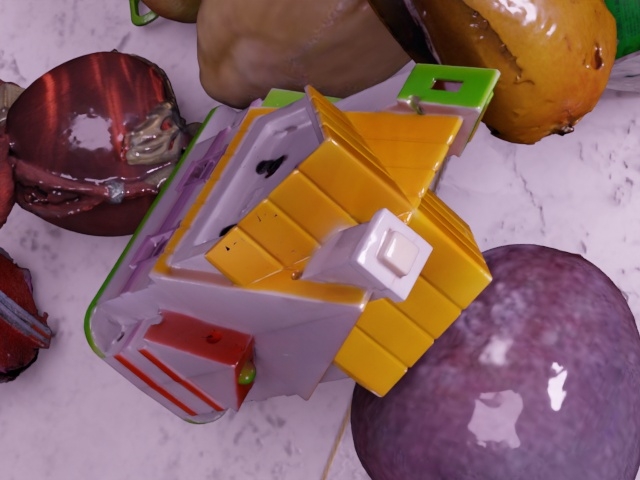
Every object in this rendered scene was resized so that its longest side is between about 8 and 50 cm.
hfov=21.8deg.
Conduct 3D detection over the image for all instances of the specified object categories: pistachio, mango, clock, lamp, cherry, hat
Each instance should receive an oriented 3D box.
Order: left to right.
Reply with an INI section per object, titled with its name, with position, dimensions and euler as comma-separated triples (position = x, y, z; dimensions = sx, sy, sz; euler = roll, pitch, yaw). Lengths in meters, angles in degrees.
[hat]
position = -0.345, 0.083, 1.405
dimensions = 0.227, 0.140, 0.129
euler = -24, 63, 25
[lamp]
position = -0.200, -0.088, 1.366
dimensions = 0.223, 0.215, 0.151
euler = 8, 113, -12
[clock]
position = 0.000, 0.000, 1.175
dimensions = 0.166, 0.309, 0.235
euler = 39, 62, -20
[pistachio]
position = 0.022, -0.209, 1.319
dimensions = 0.293, 0.181, 0.162
euler = -40, 110, 6
[mango]
position = 0.110, -0.182, 1.186
dimensions = 0.151, 0.156, 0.249
euler = -45, 99, -9
[cherry]
position = 0.131, 0.123, 1.207
dimensions = 0.213, 0.183, 0.266
euler = 18, 71, 19

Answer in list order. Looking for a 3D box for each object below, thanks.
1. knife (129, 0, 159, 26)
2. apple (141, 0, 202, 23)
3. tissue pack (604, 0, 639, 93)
[knife]
position = -0.167, -0.261, 1.459
dimensions = 0.078, 0.022, 0.166
euler = -25, 71, 19
[apple]
position = -0.112, -0.247, 1.386
dimensions = 0.102, 0.126, 0.126
euler = -41, 69, 28
[tissue pack]
position = 0.279, -0.227, 1.258
dimensions = 0.148, 0.156, 0.209
euler = -18, 72, 51
